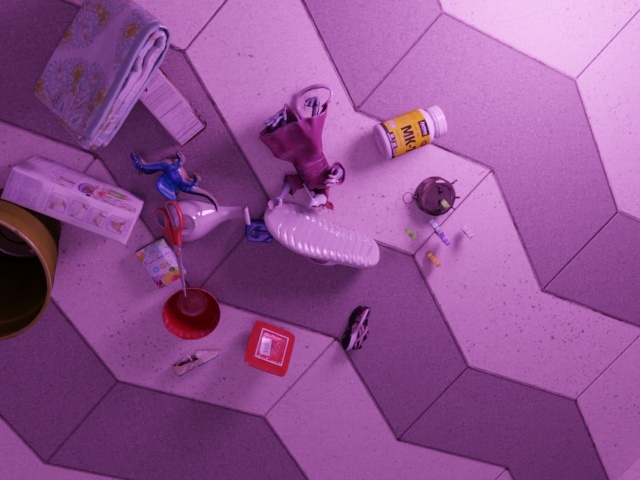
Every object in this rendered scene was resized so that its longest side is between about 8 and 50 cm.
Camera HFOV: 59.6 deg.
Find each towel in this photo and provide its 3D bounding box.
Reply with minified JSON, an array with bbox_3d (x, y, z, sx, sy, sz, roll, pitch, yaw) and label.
[{"bbox_3d":[-0.582,-0.461,1.464,0.374,0.320,0.090,-54,152,8],"label":"towel"}]

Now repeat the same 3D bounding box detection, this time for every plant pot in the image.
[{"bbox_3d":[-0.870,0.023,1.511,0.366,0.353,0.366,-3,115,-6],"label":"plant pot"}]

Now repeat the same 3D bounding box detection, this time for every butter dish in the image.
[{"bbox_3d":[-0.188,0.375,1.904,0.160,0.118,0.160,25,59,-19],"label":"butter dish"}]

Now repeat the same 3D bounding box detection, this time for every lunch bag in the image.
[{"bbox_3d":[-0.192,-0.028,1.794,0.098,0.065,0.067,2,107,-11],"label":"lunch bag"}]

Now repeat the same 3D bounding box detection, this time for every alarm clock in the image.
[{"bbox_3d":[0.369,-0.146,1.874,0.192,0.064,0.129,-4,108,-7],"label":"alarm clock"}]

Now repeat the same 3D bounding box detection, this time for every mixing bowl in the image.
[{"bbox_3d":[-0.416,0.219,1.811,0.181,0.098,0.181,-3,109,-10],"label":"mixing bowl"}]

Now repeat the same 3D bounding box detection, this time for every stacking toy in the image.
[{"bbox_3d":[0.404,-0.023,1.885,0.167,0.052,0.221,-41,129,8],"label":"stacking toy"}]

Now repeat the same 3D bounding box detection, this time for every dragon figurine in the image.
[{"bbox_3d":[-0.440,-0.173,1.687,0.144,0.085,0.289,-38,108,4],"label":"dragon figurine"}]

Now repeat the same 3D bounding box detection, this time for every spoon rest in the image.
[{"bbox_3d":[-0.354,-0.067,1.754,0.276,0.084,0.137,-6,108,4],"label":"spoon rest"}]

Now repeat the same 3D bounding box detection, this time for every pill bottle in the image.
[{"bbox_3d":[0.282,-0.343,1.760,0.208,0.119,0.119,-22,110,-4],"label":"pill bottle"}]

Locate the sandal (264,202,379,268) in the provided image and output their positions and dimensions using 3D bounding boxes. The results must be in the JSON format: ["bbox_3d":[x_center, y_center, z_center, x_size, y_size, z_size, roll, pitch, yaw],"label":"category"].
[{"bbox_3d":[-0.002,0.012,1.821,0.416,0.169,0.102,22,142,-17],"label":"sandal"}]

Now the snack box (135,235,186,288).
[{"bbox_3d":[-0.506,0.070,1.777,0.100,0.037,0.141,-29,110,-2],"label":"snack box"}]

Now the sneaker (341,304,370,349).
[{"bbox_3d":[0.141,0.309,1.977,0.077,0.072,0.178,13,113,-27],"label":"sneaker"}]

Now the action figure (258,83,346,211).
[{"bbox_3d":[-0.045,-0.248,1.726,0.248,0.276,0.370,-6,132,22],"label":"action figure"}]

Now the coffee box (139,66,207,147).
[{"bbox_3d":[-0.440,-0.395,1.589,0.098,0.141,0.246,-39,112,2],"label":"coffee box"}]

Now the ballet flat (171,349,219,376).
[{"bbox_3d":[-0.426,0.405,1.893,0.168,0.057,0.052,-28,101,-2],"label":"ballet flat"}]

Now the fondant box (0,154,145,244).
[{"bbox_3d":[-0.679,-0.119,1.575,0.330,0.238,0.096,22,101,-17],"label":"fondant box"}]

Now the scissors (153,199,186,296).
[{"bbox_3d":[-0.432,0.022,1.708,0.109,0.021,0.297,-21,88,27],"label":"scissors"}]
